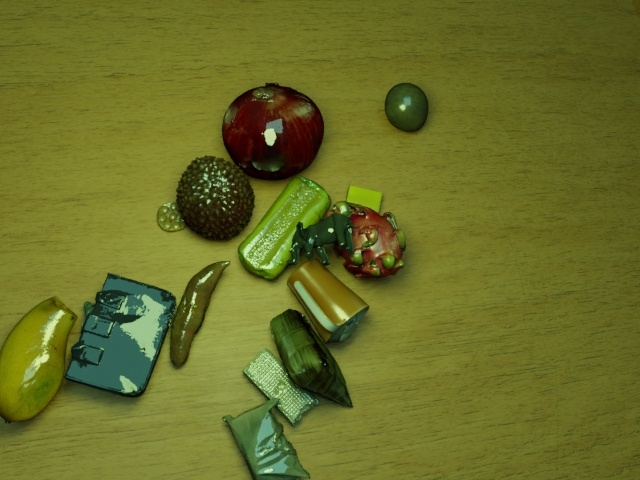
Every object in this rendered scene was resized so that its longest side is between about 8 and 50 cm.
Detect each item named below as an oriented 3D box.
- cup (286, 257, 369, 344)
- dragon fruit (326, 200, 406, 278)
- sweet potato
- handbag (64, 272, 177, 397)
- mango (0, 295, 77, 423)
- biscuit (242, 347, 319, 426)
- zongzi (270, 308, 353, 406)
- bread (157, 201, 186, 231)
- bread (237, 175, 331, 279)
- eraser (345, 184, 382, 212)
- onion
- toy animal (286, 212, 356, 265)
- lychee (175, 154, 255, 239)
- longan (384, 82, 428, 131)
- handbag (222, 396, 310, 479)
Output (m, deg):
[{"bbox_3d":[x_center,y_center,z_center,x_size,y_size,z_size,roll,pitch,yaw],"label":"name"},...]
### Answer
[{"bbox_3d":[0.011,0.191,1.686,0.182,0.226,0.264,-46,73,14],"label":"cup"},{"bbox_3d":[0.138,0.002,1.760,0.307,0.227,0.243,13,77,22],"label":"dragon fruit"},{"bbox_3d":[-0.396,0.209,1.666,0.106,0.095,0.355,18,75,19],"label":"sweet potato"},{"bbox_3d":[-0.602,0.280,1.597,0.269,0.118,0.326,20,67,-9],"label":"handbag"},{"bbox_3d":[-0.812,0.332,1.523,0.186,0.144,0.360,2,66,7],"label":"mango"},{"bbox_3d":[-0.123,0.446,1.644,0.239,0.062,0.108,45,70,7],"label":"biscuit"},{"bbox_3d":[-0.018,0.378,1.677,0.138,0.300,0.286,-40,39,4],"label":"zongzi"},{"bbox_3d":[-0.493,-0.080,1.792,0.110,0.024,0.110,3,70,-10],"label":"bread"},{"bbox_3d":[-0.117,-0.041,1.794,0.166,0.112,0.384,34,70,6],"label":"bread"},{"bbox_3d":[0.149,-0.136,1.908,0.122,0.045,0.097,15,69,-3],"label":"eraser"},{"bbox_3d":[-0.165,-0.346,1.793,0.341,0.341,0.342,3,70,-8],"label":"onion"},{"bbox_3d":[0.000,0.003,1.667,0.244,0.115,0.146,-18,57,7],"label":"toy animal"},{"bbox_3d":[-0.336,-0.141,1.721,0.267,0.267,0.268,3,70,-8],"label":"lychee"},{"bbox_3d":[0.330,-0.499,2.018,0.204,0.159,0.185,-19,90,-54],"label":"longan"},{"bbox_3d":[-0.150,0.597,1.555,0.182,0.117,0.271,-28,77,2],"label":"handbag"}]
